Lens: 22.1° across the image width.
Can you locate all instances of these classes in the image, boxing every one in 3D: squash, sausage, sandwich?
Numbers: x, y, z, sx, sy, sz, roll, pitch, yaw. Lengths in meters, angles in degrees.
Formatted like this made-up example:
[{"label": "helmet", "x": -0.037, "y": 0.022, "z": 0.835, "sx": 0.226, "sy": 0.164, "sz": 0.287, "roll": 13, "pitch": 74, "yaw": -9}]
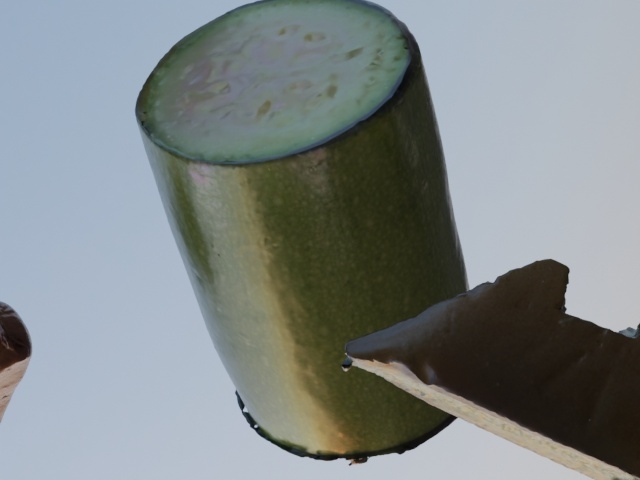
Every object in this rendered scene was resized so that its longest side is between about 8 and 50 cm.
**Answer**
[{"label": "squash", "x": 0.000, "y": 0.000, "z": 1.531, "sx": 0.263, "sy": 0.263, "sz": 0.384, "roll": -61, "pitch": -34, "yaw": -42}, {"label": "sausage", "x": -0.376, "y": 0.150, "z": 1.790, "sx": 0.083, "sy": 0.089, "sz": 0.300, "roll": -12, "pitch": -24, "yaw": -32}, {"label": "sandwich", "x": 0.143, "y": 0.087, "z": 1.181, "sx": 0.122, "sy": 0.235, "sz": 0.128, "roll": 101, "pitch": -166, "yaw": -73}]
